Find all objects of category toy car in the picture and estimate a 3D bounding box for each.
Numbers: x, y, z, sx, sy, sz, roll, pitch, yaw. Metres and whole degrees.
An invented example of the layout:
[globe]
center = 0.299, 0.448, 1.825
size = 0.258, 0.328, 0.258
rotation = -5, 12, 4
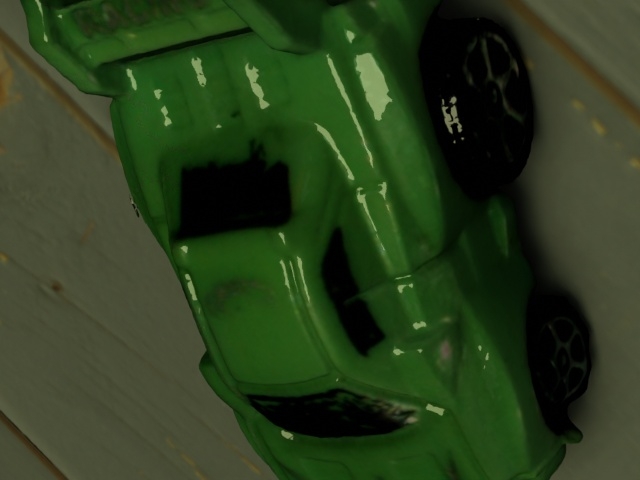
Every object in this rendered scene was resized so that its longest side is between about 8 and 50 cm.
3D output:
[toy car]
center = 0.000, 0.000, 0.818
size = 0.213, 0.176, 0.358
rotation = -6, 109, 34
